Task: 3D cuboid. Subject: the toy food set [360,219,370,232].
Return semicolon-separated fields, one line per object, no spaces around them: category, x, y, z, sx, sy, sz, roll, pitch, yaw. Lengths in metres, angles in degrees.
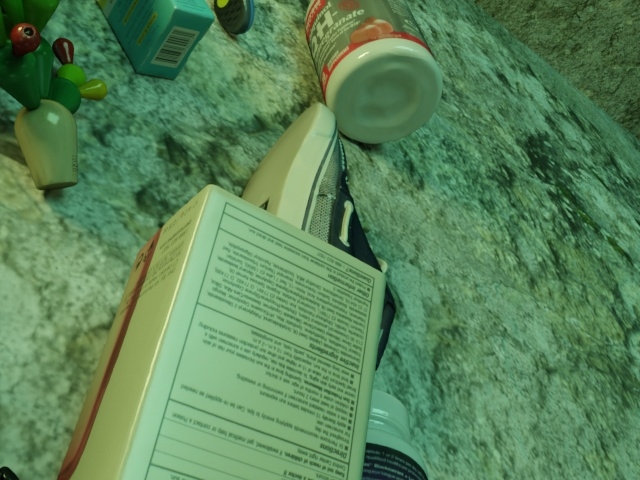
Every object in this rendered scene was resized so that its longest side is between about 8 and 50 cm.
toy food set;0.013;-0.042;0.862;0.122;0.019;0.078;-5;56;-52

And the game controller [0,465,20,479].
game controller;-0.240;0.023;0.325;0.067;0.166;0.319;-33;90;-33

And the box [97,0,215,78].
box;-0.225;-0.320;0.832;0.060;0.100;0.244;-4;55;-51

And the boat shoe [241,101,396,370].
boat shoe;0.000;0.000;0.717;0.158;0.127;0.340;38;40;-21

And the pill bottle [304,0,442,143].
pill bottle;0.070;-0.319;1.102;0.176;0.176;0.318;22;38;-33

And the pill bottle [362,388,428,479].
pill bottle;0.027;0.208;0.501;0.108;0.108;0.193;33;33;-18

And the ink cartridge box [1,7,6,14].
ink cartridge box;-0.297;-0.296;0.658;0.065;0.165;0.332;32;35;-21

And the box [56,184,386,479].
box;-0.062;0.110;0.432;0.149;0.127;0.232;28;54;-24

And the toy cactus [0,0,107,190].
toy cactus;-0.233;-0.136;0.588;0.112;0.219;0.180;-11;89;-12

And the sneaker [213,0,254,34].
sneaker;-0.126;-0.387;1.059;0.082;0.069;0.209;17;40;-43
